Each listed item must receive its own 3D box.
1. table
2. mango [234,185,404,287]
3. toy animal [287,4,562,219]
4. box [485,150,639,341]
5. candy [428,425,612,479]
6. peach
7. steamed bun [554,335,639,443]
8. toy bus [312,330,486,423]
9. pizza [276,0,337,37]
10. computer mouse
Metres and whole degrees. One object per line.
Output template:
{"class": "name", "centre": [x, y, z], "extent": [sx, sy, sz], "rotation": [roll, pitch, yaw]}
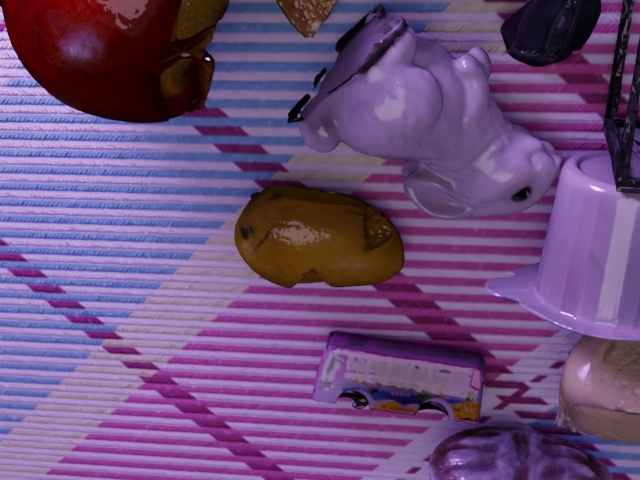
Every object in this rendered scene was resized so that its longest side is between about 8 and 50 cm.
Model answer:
{"class": "table", "centre": [0.558, -0.215, 1.429], "extent": [0.335, 0.222, 0.272], "rotation": [5, 120, 7]}
{"class": "mango", "centre": [0.000, 0.000, 1.698], "extent": [0.262, 0.130, 0.167], "rotation": [6, 121, 2]}
{"class": "toy animal", "centre": [0.160, -0.150, 1.567], "extent": [0.258, 0.194, 0.357], "rotation": [-42, 112, 16]}
{"class": "box", "centre": [0.390, -0.009, 1.556], "extent": [0.291, 0.262, 0.206], "rotation": [8, 113, 7]}
{"class": "candy", "centre": [0.318, 0.409, 1.806], "extent": [0.289, 0.214, 0.157], "rotation": [6, 124, 8]}
{"class": "peach", "centre": [-0.258, -0.329, 1.432], "extent": [0.310, 0.406, 0.335], "rotation": [19, 81, -5]}
{"class": "steamed bun", "centre": [0.492, 0.212, 1.689], "extent": [0.273, 0.166, 0.232], "rotation": [1, 158, 17]}
{"class": "toy bus", "centre": [0.128, 0.223, 1.813], "extent": [0.274, 0.090, 0.112], "rotation": [7, 112, 7]}
{"class": "pizza", "centre": [-0.007, -0.369, 1.547], "extent": [0.134, 0.046, 0.175], "rotation": [1, 118, 10]}
{"class": "computer mouse", "centre": [0.304, -0.276, 1.480], "extent": [0.106, 0.192, 0.062], "rotation": [1, 74, -10]}
